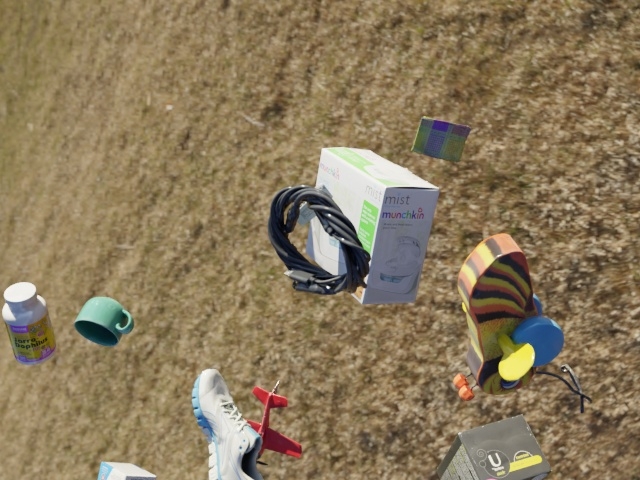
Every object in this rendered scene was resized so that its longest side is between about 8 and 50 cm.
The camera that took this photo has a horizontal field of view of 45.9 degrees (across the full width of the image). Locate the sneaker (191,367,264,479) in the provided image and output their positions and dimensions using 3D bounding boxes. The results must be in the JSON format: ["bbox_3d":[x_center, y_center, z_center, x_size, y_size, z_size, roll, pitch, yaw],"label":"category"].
[{"bbox_3d":[-0.122,0.269,1.074,0.083,0.071,0.191,-24,77,29],"label":"sneaker"}]

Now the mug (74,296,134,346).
[{"bbox_3d":[-0.583,0.221,2.082,0.157,0.097,0.129,20,143,-2],"label":"mug"}]

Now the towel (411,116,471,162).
[{"bbox_3d":[0.185,-0.154,1.156,0.009,0.083,0.060,-107,30,-64],"label":"towel"}]

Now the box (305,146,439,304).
[{"bbox_3d":[0.094,-0.035,1.469,0.262,0.126,0.231,42,127,56],"label":"box"}]

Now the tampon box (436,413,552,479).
[{"bbox_3d":[0.277,0.374,1.231,0.161,0.120,0.101,100,153,-52],"label":"tampon box"}]

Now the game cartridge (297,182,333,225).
[{"bbox_3d":[-0.016,-0.066,1.417,0.083,0.056,0.017,-43,55,-1],"label":"game cartridge"}]

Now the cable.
[{"bbox_3d":[0.000,0.000,0.981,0.184,0.047,0.151,2,107,54],"label":"cable"}]

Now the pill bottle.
[{"bbox_3d":[-0.299,0.085,0.774,0.043,0.043,0.083,32,136,35],"label":"pill bottle"}]

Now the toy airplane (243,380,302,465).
[{"bbox_3d":[-0.092,0.313,1.290,0.151,0.028,0.151,0,89,23],"label":"toy airplane"}]

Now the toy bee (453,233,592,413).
[{"bbox_3d":[0.245,0.148,1.018,0.162,0.195,0.298,-28,96,5],"label":"toy bee"}]

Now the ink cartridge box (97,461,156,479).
[{"bbox_3d":[-0.469,0.635,1.764,0.148,0.085,0.203,-1,76,52],"label":"ink cartridge box"}]
